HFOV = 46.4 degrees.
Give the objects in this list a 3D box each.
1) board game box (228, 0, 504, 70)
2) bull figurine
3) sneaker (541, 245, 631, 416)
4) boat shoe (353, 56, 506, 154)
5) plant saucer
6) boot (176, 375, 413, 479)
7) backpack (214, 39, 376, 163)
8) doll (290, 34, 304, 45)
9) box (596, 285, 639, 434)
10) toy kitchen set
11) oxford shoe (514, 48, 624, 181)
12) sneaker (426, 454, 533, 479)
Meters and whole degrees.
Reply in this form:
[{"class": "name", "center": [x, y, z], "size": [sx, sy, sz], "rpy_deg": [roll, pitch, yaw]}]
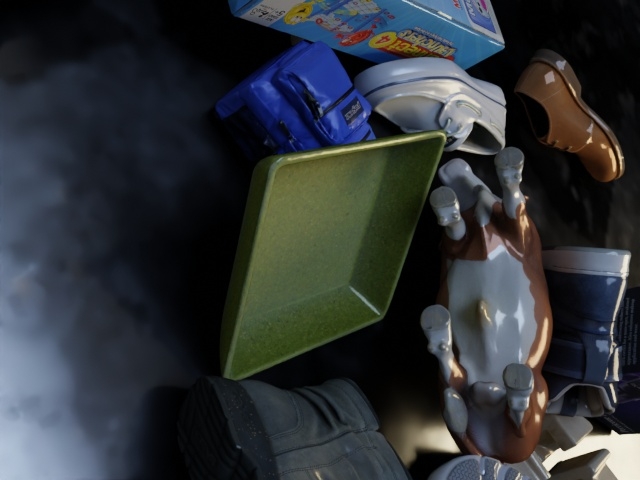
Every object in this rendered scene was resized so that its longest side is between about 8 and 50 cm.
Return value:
[{"class": "board game box", "center": [0.021, -0.323, 0.687], "size": [0.302, 0.086, 0.308], "rpy_deg": [2, 69, -50]}, {"class": "bull figurine", "center": [0.144, 0.037, 0.648], "size": [0.188, 0.101, 0.310], "rpy_deg": [55, 31, -58]}, {"class": "sneaker", "center": [0.237, 0.086, 0.748], "size": [0.086, 0.226, 0.163], "rpy_deg": [2, 91, 3]}, {"class": "boat shoe", "center": [0.128, -0.130, 0.763], "size": [0.226, 0.083, 0.075], "rpy_deg": [-2, 76, -43]}, {"class": "plant saucer", "center": [0.000, 0.000, 0.577], "size": [0.188, 0.188, 0.045], "rpy_deg": [-16, 42, -44]}, {"class": "boot", "center": [0.012, 0.188, 0.498], "size": [0.161, 0.083, 0.246], "rpy_deg": [10, 39, -37]}, {"class": "backpack", "center": [-0.011, -0.093, 0.619], "size": [0.098, 0.101, 0.120], "rpy_deg": [-46, 111, -34]}, {"class": "doll", "center": [-0.063, -0.271, 0.669], "size": [0.189, 0.046, 0.129], "rpy_deg": [47, 44, -22]}, {"class": "box", "center": [0.379, 0.129, 0.810], "size": [0.153, 0.207, 0.108], "rpy_deg": [35, 56, -27]}, {"class": "toy kitchen set", "center": [0.220, 0.289, 0.703], "size": [0.166, 0.122, 0.207], "rpy_deg": [-20, 69, -43]}, {"class": "oxford shoe", "center": [0.313, -0.140, 0.954], "size": [0.212, 0.076, 0.076], "rpy_deg": [44, 81, -24]}, {"class": "sneaker", "center": [0.147, 0.279, 0.602], "size": [0.281, 0.115, 0.105], "rpy_deg": [53, 41, -26]}]
